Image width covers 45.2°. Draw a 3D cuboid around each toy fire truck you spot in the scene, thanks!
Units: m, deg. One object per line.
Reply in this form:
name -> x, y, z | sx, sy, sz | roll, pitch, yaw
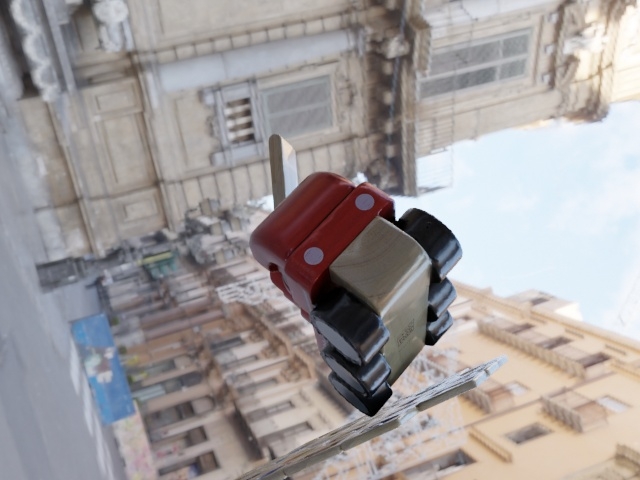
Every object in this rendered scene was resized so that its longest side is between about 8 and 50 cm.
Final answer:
toy fire truck -> 0.000, 0.000, 0.679 | 0.246, 0.158, 0.217 | 37, -18, 22

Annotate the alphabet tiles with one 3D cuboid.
alphabet tiles -> 0.023, 0.200, 0.781 | 0.011, 0.342, 0.285 | 64, 19, 10
